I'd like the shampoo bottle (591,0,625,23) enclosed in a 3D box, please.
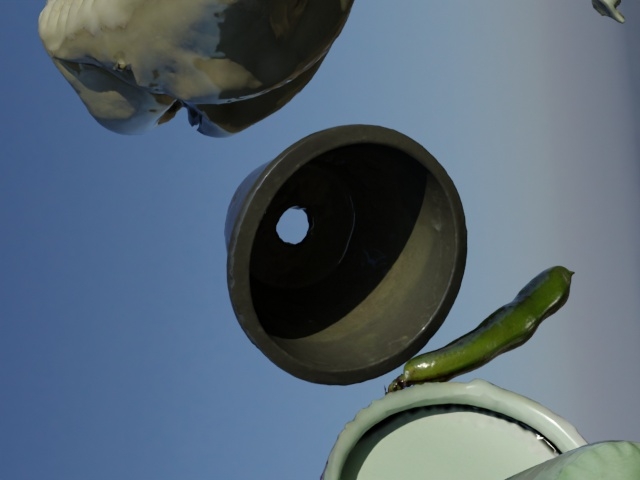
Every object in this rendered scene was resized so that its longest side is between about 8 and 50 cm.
[{"bbox_3d":[0.210,-0.192,0.998,0.049,0.141,0.034,42,166,-7],"label":"shampoo bottle"}]

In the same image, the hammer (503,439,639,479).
[{"bbox_3d":[0.238,0.162,0.881,0.206,0.335,0.119,132,131,-70],"label":"hammer"}]

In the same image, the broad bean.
[{"bbox_3d":[0.155,0.082,1.492,0.069,0.226,0.039,10,125,62],"label":"broad bean"}]

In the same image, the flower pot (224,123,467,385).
[{"bbox_3d":[0.000,0.000,1.697,0.166,0.269,0.269,28,133,60],"label":"flower pot"}]

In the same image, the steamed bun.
[{"bbox_3d":[-0.118,-0.251,1.757,0.255,0.367,0.342,56,-145,-32],"label":"steamed bun"}]

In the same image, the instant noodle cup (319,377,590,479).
[{"bbox_3d":[0.108,0.300,1.410,0.266,0.339,0.340,97,179,-48],"label":"instant noodle cup"}]
